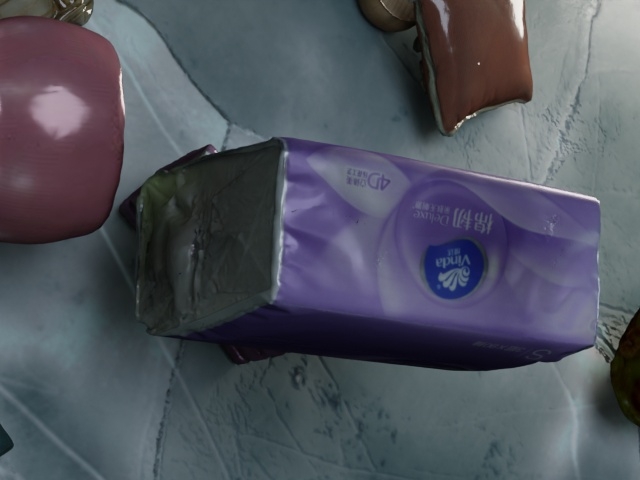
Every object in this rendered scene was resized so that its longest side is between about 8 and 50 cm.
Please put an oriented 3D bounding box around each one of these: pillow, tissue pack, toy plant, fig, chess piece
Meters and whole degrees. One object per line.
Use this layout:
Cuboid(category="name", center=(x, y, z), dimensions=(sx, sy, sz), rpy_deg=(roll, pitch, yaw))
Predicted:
Cuboid(category="pillow", center=(0.166, -0.215, 1.803), dimensions=(0.179, 0.075, 0.171), rpy_deg=(-23, 110, -43))
Cuboid(category="tissue pack", center=(0.036, 0.021, 1.409), dimensions=(0.338, 0.242, 0.160), rpy_deg=(8, 78, -32))
Cuboid(category="toy plant", center=(-0.343, -0.074, 1.336), dimensions=(0.356, 0.211, 0.317), rpy_deg=(3, 86, -30))
Cuboid(category="fig", center=(0.400, 0.140, 1.841), dimensions=(0.166, 0.144, 0.154), rpy_deg=(23, 49, -51))
Cuboid(category="chess piece", center=(0.079, -0.268, 1.789), dimensions=(0.084, 0.038, 0.083), rpy_deg=(12, 70, -34))

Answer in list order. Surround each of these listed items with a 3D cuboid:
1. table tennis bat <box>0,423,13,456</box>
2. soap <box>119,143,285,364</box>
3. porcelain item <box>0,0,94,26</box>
Cuboid(category="table tennis bat", center=(-0.347, 0.070, 1.418), dimensions=(0.154, 0.021, 0.274), rpy_deg=(-34, 96, -37))
Cuboid(category="soap", center=(-0.089, 0.017, 1.547), dimensions=(0.065, 0.122, 0.203), rpy_deg=(-43, 104, -34))
Cuboid(category="porcelain item", center=(-0.248, -0.229, 1.543), dimensions=(0.213, 0.054, 0.084), rpy_deg=(-38, 102, -36))
